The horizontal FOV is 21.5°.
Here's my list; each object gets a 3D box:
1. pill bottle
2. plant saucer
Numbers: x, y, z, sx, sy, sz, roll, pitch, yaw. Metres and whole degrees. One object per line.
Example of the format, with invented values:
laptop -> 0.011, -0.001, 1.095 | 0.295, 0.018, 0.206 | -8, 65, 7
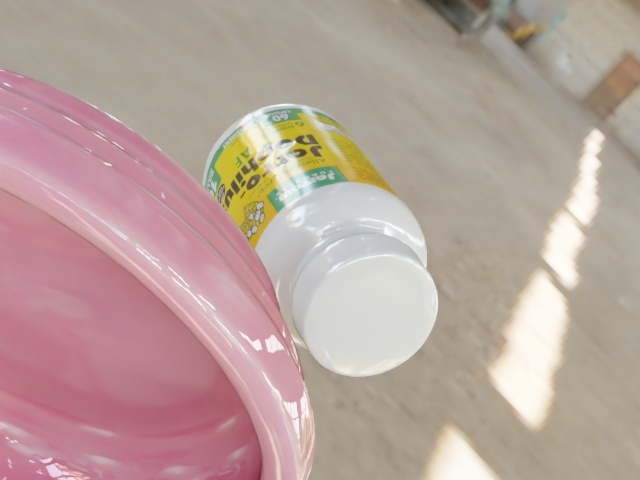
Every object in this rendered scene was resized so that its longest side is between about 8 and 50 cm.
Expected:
pill bottle -> 0.000, 0.000, 1.100 | 0.117, 0.117, 0.208 | 37, 11, -31
plant saucer -> -0.148, 0.031, 0.821 | 0.332, 0.332, 0.084 | 40, 54, -17
